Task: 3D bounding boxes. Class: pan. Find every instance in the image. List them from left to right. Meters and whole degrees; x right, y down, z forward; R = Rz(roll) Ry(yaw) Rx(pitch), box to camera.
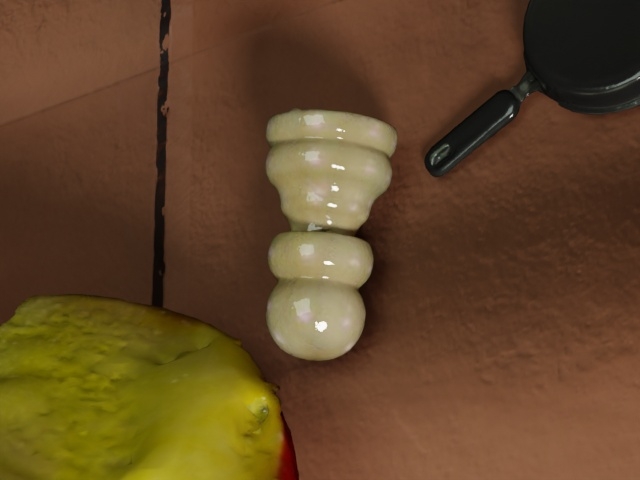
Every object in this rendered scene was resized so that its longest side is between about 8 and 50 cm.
[{"bbox_3d":[0.159,-0.120,1.368,0.235,0.028,0.136,-39,53,18],"label":"pan"}]

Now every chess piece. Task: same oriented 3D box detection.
[{"bbox_3d":[0.000,0.000,1.405,0.094,0.094,0.170,-1,78,36],"label":"chess piece"}]

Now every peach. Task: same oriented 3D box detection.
[{"bbox_3d":[-0.165,0.221,1.284,0.306,0.380,0.242,12,117,17],"label":"peach"}]
